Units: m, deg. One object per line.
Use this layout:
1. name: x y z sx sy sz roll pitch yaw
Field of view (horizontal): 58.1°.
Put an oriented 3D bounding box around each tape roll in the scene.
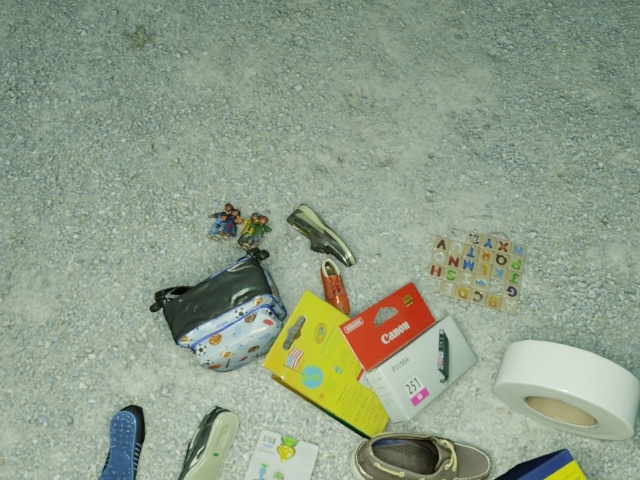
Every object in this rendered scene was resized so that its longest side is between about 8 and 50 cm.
1. tape roll: 0.523 0.322 1.231 0.286 0.286 0.100 22 66 9

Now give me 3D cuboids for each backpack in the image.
1. backpack: -0.192 0.171 1.300 0.276 0.263 0.213 -24 75 2

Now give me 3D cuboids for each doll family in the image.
1. doll family: -0.213 -0.040 1.501 0.193 0.076 0.111 18 71 11

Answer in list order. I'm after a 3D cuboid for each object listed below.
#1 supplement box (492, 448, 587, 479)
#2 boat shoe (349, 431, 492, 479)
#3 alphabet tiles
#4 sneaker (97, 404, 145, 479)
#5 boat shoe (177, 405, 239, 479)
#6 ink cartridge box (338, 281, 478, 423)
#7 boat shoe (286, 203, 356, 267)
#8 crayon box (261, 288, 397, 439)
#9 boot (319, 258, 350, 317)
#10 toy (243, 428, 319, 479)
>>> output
1. supplement box: 0.463 0.629 1.118 0.194 0.195 0.356 -17 66 -25
2. boat shoe: 0.229 0.468 1.224 0.324 0.096 0.116 10 50 -14
3. alphabet tiles: 0.404 0.070 1.493 0.237 0.009 0.198 15 66 6
4. sneaker: -0.429 0.479 1.263 0.081 0.090 0.232 11 87 3
5. boat shoe: -0.263 0.482 1.272 0.079 0.084 0.233 9 67 46
6. ink cartridge box: 0.205 0.236 1.301 0.275 0.060 0.239 -25 82 -39
7. boat shoe: -0.001 -0.001 1.486 0.073 0.080 0.223 -39 66 -11
8. crayon box: 0.036 0.277 1.289 0.318 0.081 0.202 37 68 -12
9. boot: 0.034 0.122 1.424 0.059 0.084 0.158 -16 68 -10
10. toy: -0.101 0.546 1.244 0.137 0.056 0.237 14 61 10
